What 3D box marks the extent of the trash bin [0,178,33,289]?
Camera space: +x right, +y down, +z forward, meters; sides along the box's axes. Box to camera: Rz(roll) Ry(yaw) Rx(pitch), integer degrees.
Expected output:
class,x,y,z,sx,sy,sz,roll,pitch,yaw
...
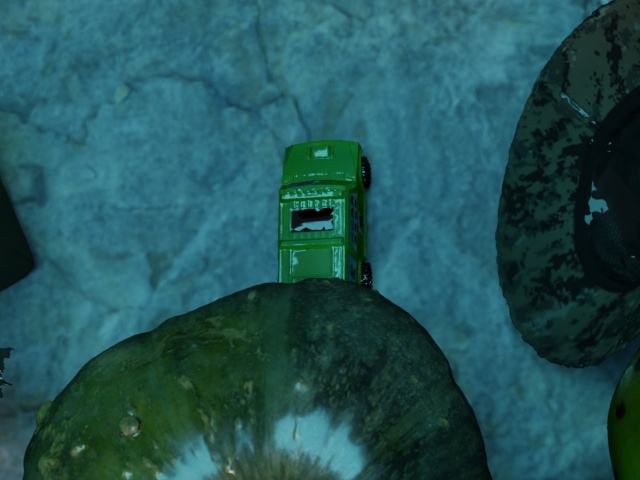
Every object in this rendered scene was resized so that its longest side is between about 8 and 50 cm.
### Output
class,x,y,z,sx,sy,sz,roll,pitch,yaw
trash bin,-0.396,-0.090,1.329,0.223,0.158,0.343,-28,71,4

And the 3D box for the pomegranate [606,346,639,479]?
class,x,y,z,sx,sy,sz,roll,pitch,yaw
pomegranate,0.328,0.147,1.074,0.231,0.231,0.286,-45,81,-2

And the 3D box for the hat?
class,x,y,z,sx,sy,sz,roll,pitch,yaw
hat,0.239,-0.036,1.180,0.128,0.265,0.266,4,72,-24

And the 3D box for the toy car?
class,x,y,z,sx,sy,sz,roll,pitch,yaw
toy car,0.000,0.000,1.264,0.071,0.062,0.165,-3,74,12

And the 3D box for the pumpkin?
class,x,y,z,sx,sy,sz,roll,pitch,yaw
pumpkin,-0.051,0.181,1.122,0.327,0.257,0.292,-13,86,0

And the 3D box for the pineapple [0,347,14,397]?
class,x,y,z,sx,sy,sz,roll,pitch,yaw
pineapple,-0.386,0.041,1.163,0.361,0.175,0.175,37,85,-2
